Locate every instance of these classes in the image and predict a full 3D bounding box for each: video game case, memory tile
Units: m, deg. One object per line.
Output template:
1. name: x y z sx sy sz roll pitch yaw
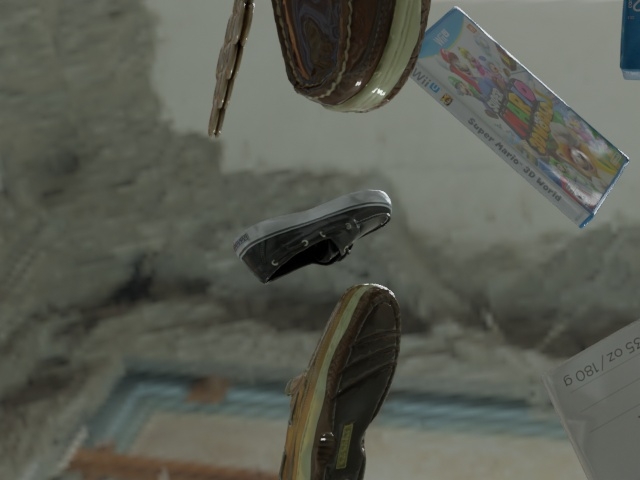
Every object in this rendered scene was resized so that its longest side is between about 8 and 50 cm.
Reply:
1. video game case: 0.134 -0.087 1.277 0.166 0.015 0.119 42 -149 2
2. memory tile: -0.075 -0.167 1.596 0.012 0.148 0.113 12 -134 -8

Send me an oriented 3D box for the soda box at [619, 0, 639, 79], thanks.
1. soda box: 0.354 -0.165 1.532 0.210 0.071 0.067 3 178 12

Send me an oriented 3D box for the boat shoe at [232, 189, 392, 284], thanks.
1. boat shoe: 0.000 0.000 1.374 0.142 0.049 0.040 -17 -115 -35

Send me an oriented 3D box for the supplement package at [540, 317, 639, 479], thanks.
1. supplement package: 0.273 0.168 0.962 0.177 0.175 0.293 -32 -118 18

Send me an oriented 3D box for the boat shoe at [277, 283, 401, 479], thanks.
1. boat shoe: 0.002 0.114 1.369 0.068 0.190 0.072 4 -162 -43

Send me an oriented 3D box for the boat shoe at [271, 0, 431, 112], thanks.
1. boat shoe: -0.016 -0.183 0.810 0.095 0.257 0.095 2 170 -34
